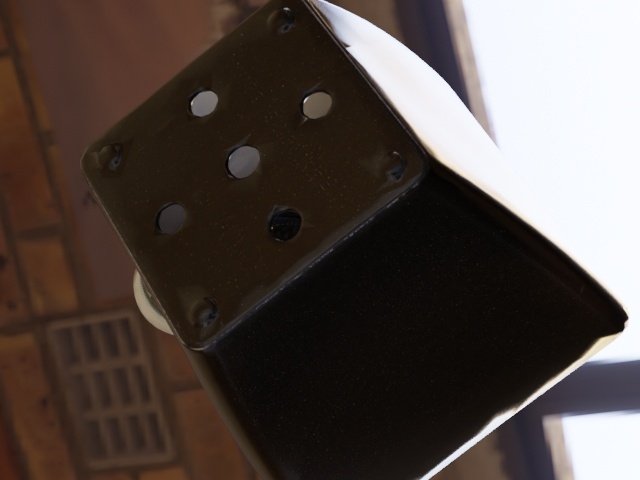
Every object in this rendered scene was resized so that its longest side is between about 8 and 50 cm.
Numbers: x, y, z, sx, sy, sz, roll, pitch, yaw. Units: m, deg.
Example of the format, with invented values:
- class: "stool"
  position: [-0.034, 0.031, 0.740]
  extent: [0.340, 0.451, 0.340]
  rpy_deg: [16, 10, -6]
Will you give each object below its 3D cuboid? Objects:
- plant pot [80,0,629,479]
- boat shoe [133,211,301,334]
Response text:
- class: "plant pot"
  position: [0.000, 0.000, 0.724]
  extent: [0.188, 0.187, 0.167]
  rpy_deg: [56, -173, 33]
- class: "boat shoe"
  position: [0.016, 0.014, 1.174]
  extent: [0.091, 0.305, 0.109]
  rpy_deg: [120, 142, -59]
